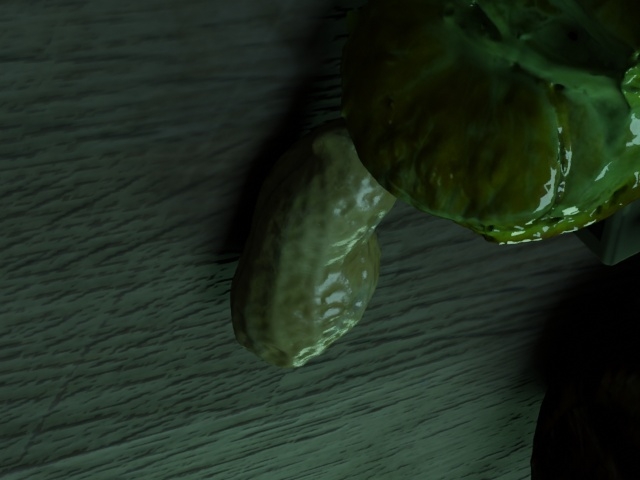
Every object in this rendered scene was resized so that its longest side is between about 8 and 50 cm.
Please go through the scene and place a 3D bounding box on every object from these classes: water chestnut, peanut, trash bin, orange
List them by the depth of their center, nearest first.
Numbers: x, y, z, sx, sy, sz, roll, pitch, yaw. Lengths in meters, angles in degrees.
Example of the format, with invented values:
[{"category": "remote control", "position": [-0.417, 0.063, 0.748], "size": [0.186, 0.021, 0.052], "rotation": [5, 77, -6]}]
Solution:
[{"category": "orange", "position": [0.120, -0.114, 0.894], "size": [0.158, 0.179, 0.237], "rotation": [-14, 136, -38]}, {"category": "peanut", "position": [0.000, 0.000, 1.017], "size": [0.080, 0.080, 0.174], "rotation": [-15, 142, -35]}, {"category": "trash bin", "position": [0.208, -0.037, 1.232], "size": [0.061, 0.043, 0.092], "rotation": [-24, 143, -24]}, {"category": "water chestnut", "position": [0.307, 0.155, 1.367], "size": [0.300, 0.300, 0.300], "rotation": [-28, 148, -19]}]
